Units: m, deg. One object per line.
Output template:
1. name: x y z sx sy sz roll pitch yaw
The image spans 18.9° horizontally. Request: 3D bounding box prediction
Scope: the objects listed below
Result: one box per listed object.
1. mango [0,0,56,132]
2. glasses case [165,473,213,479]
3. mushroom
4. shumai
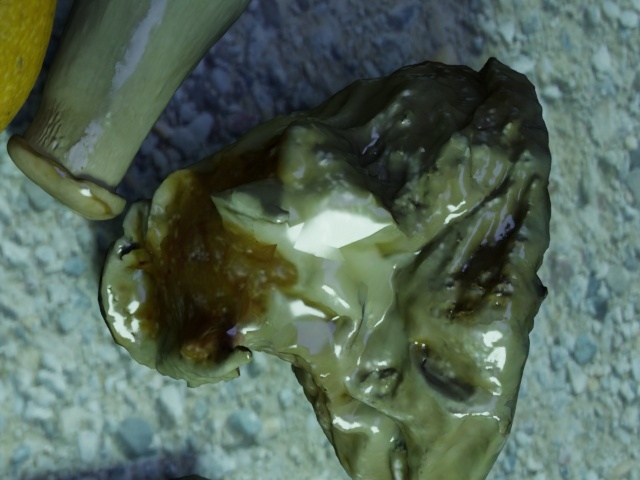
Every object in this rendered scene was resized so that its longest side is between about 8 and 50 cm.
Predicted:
1. mango: -0.274 -0.097 1.105 0.295 0.120 0.177 -45 111 -20
2. glasses case: -0.159 0.204 1.230 0.205 0.047 0.070 -8 95 -29
3. mushroom: -0.112 -0.132 1.214 0.096 0.108 0.247 28 73 6
4. shumai: 0.000 0.000 1.245 0.262 0.267 0.314 15 62 -7
